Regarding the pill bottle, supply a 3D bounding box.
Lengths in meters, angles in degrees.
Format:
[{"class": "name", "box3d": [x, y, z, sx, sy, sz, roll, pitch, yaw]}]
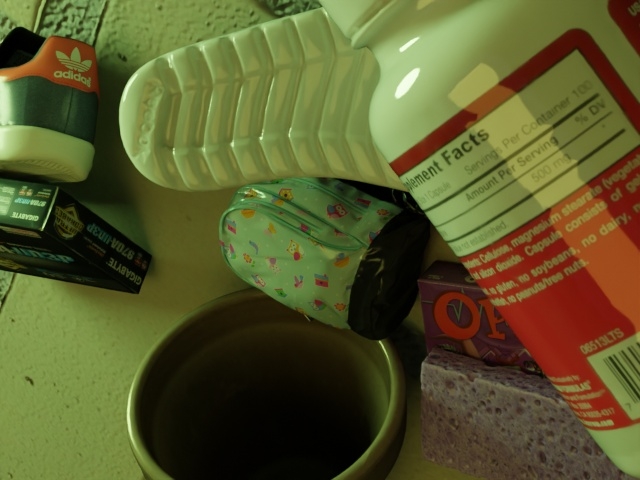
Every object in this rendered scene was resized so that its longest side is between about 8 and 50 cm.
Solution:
[{"class": "pill bottle", "box3d": [0.182, -0.060, 0.841, 0.229, 0.229, 0.407, -35, 92, 42]}]

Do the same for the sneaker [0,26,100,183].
[{"class": "sneaker", "box3d": [-0.325, -0.139, 1.275, 0.350, 0.131, 0.148, 3, 80, 49]}]

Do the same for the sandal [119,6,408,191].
[{"class": "sandal", "box3d": [0.033, -0.125, 1.039, 0.416, 0.102, 0.169, 1, 99, 16]}]

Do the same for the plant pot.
[{"class": "plant pot", "box3d": [-0.037, 0.211, 1.219, 0.263, 0.263, 0.229, 18, 144, 25]}]

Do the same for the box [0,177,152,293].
[{"class": "box", "box3d": [-0.315, -0.010, 1.311, 0.220, 0.051, 0.175, 8, 160, 30]}]

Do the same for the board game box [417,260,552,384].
[{"class": "board game box", "box3d": [0.258, 0.134, 1.080, 0.347, 0.056, 0.208, 6, 116, 31]}]

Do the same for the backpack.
[{"class": "backpack", "box3d": [0.000, 0.000, 1.126, 0.182, 0.115, 0.152, 29, 132, 20]}]

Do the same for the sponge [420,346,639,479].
[{"class": "sponge", "box3d": [0.188, 0.175, 1.101, 0.210, 0.031, 0.117, 14, 123, 27]}]
